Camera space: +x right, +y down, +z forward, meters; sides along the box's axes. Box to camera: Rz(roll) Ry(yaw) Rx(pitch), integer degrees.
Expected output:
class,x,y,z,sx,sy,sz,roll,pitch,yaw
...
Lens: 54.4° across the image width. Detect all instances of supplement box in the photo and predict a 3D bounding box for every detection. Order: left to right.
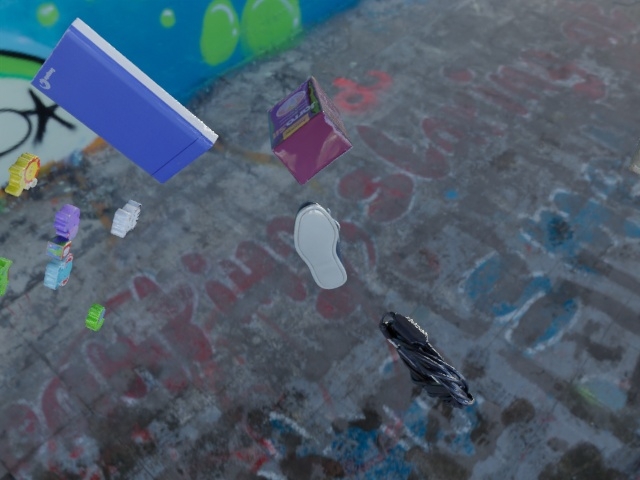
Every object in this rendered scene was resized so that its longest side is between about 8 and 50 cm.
class,x,y,z,sx,sy,sz,roll,pitch,yaw
supplement box,-0.022,-0.186,1.027,0.104,0.081,0.188,-36,28,14

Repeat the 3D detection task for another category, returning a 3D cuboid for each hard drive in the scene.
class,x,y,z,sx,sy,sz,roll,pitch,yaw
hard drive,-0.383,-0.255,1.214,0.319,0.210,0.040,40,50,-24

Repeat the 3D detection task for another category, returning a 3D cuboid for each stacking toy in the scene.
class,x,y,z,sx,sy,sz,roll,pitch,yaw
stacking toy,-0.357,0.009,0.863,0.167,0.221,0.052,23,24,-1

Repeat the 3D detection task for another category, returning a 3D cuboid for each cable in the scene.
class,x,y,z,sx,sy,sz,roll,pitch,yaw
cable,0.158,0.194,0.940,0.047,0.150,0.184,-35,47,-16

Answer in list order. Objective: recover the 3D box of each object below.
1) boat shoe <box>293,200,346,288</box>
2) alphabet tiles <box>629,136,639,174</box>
class,x,y,z,sx,sy,sz,roll,pitch,yaw
boat shoe,0.000,0.000,1.284,0.095,0.254,0.079,-20,48,6
alphabet tiles,0.458,-0.052,0.579,0.343,0.011,0.285,29,72,-3
